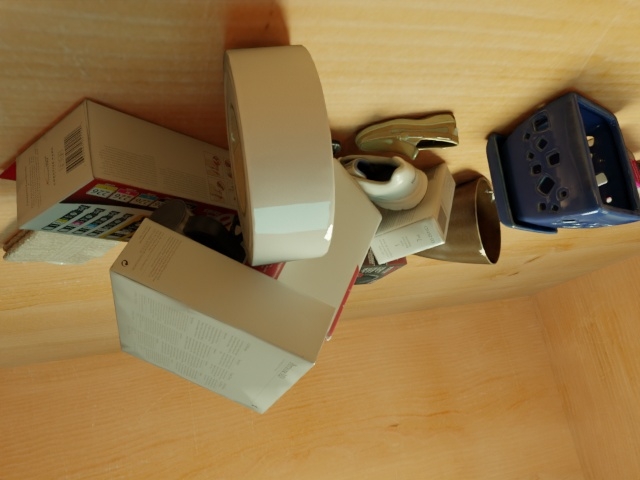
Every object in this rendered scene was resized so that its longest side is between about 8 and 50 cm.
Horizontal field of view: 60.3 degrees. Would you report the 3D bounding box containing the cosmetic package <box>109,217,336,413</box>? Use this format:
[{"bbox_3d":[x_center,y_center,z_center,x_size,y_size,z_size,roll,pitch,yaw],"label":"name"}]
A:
[{"bbox_3d":[-0.168,0.144,0.864,0.285,0.097,0.377,28,149,-3],"label":"cosmetic package"}]

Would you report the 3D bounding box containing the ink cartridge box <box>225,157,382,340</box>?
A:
[{"bbox_3d":[-0.117,0.034,1.027,0.385,0.279,0.160,-12,132,42],"label":"ink cartridge box"}]

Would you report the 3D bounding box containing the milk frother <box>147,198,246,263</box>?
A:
[{"bbox_3d":[-0.181,-0.019,0.866,0.129,0.143,0.134,-20,134,20],"label":"milk frother"}]

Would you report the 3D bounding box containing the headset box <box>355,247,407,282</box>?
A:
[{"bbox_3d":[0.106,0.062,1.700,0.293,0.110,0.218,-1,160,-29],"label":"headset box"}]

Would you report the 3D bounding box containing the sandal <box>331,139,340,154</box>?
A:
[{"bbox_3d":[-0.046,-0.168,0.993,0.179,0.040,0.067,-5,164,35],"label":"sandal"}]

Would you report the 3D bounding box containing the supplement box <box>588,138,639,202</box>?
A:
[{"bbox_3d":[0.687,-0.164,1.323,0.114,0.111,0.220,-24,160,35],"label":"supplement box"}]

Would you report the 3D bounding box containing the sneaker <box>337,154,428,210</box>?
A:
[{"bbox_3d":[0.049,-0.119,1.060,0.297,0.110,0.129,-6,158,23],"label":"sneaker"}]

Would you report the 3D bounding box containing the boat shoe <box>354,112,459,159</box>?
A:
[{"bbox_3d":[0.160,-0.181,1.002,0.190,0.072,0.068,-11,164,1],"label":"boat shoe"}]

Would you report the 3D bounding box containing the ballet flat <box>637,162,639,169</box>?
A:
[{"bbox_3d":[0.885,-0.199,1.471,0.173,0.049,0.057,-12,119,1],"label":"ballet flat"}]

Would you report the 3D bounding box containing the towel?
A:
[{"bbox_3d":[-0.545,-0.003,1.190,0.187,0.049,0.282,6,156,-46],"label":"towel"}]

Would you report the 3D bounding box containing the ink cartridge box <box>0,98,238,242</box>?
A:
[{"bbox_3d":[-0.328,-0.077,0.937,0.272,0.130,0.309,-23,160,32],"label":"ink cartridge box"}]

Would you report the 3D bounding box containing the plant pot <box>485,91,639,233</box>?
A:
[{"bbox_3d":[0.478,-0.131,1.110,0.236,0.235,0.212,4,164,-43],"label":"plant pot"}]

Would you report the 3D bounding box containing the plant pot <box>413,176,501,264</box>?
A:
[{"bbox_3d":[0.315,-0.035,1.401,0.231,0.215,0.215,-8,167,32],"label":"plant pot"}]

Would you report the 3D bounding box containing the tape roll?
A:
[{"bbox_3d":[-0.063,-0.109,0.734,0.100,0.286,0.286,-8,163,-12],"label":"tape roll"}]

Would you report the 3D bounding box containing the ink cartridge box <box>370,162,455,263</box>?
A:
[{"bbox_3d":[0.141,-0.048,1.163,0.261,0.066,0.296,-19,-160,26],"label":"ink cartridge box"}]
